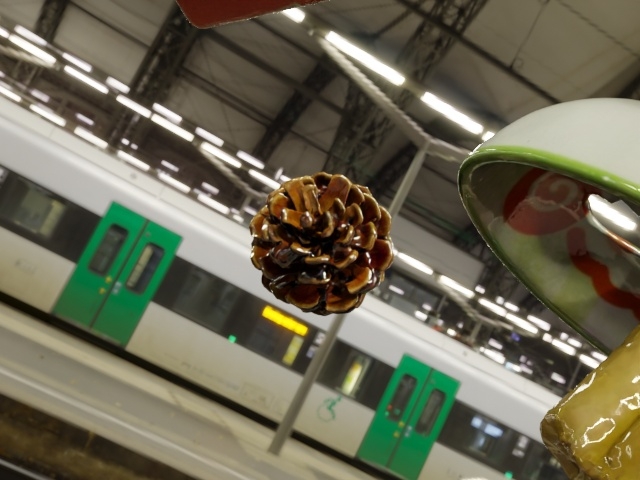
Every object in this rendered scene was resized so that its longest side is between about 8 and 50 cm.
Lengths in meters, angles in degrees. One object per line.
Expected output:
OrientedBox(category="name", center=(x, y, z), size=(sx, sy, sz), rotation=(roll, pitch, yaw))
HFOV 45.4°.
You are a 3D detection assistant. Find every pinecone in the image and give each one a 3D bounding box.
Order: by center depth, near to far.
OrientedBox(category="pinecone", center=(0.000, 0.000, 0.819), size=(0.174, 0.173, 0.173), rotation=(26, -8, 4))

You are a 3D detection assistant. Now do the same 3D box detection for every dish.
OrientedBox(category="dish", center=(0.255, 0.008, 0.500), size=(0.324, 0.124, 0.324), rotation=(41, -6, 5))

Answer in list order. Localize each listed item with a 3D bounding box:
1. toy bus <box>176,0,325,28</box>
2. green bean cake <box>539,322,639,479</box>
OrientedBox(category="toy bus", center=(-0.001, -0.238, 0.564), size=(0.265, 0.119, 0.121), rotation=(-3, -47, 28))
OrientedBox(category="green bean cake", center=(0.228, 0.156, 0.331), size=(0.224, 0.131, 0.230), rotation=(54, -10, -20))
